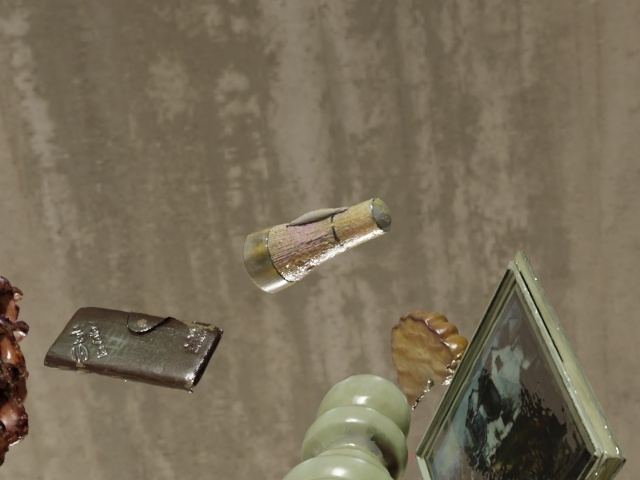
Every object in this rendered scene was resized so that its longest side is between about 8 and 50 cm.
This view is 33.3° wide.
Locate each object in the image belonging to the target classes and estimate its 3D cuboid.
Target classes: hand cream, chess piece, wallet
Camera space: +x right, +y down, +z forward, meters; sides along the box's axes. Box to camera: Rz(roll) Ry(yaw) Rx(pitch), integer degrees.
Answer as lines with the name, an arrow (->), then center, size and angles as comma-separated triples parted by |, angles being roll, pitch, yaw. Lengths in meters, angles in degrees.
hand cream -> 0.000, 0.000, 1.337 | 0.084, 0.203, 0.084 | 34, -134, -43
chess piece -> 0.027, 0.213, 0.999 | 0.243, 0.133, 0.133 | -70, -25, -63
wallet -> -0.259, 0.145, 1.480 | 0.122, 0.232, 0.031 | -65, -27, -44

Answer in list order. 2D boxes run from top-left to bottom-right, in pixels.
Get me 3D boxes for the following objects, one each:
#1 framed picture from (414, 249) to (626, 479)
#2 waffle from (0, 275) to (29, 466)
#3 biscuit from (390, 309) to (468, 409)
framed picture -> 0.156, 0.190, 0.948 | 0.232, 0.019, 0.296 | -107, 28, -46
waffle -> -0.296, 0.050, 0.763 | 0.234, 0.055, 0.221 | 46, -162, -38
biscuit -> 0.150, 0.151, 1.466 | 0.118, 0.061, 0.183 | 66, 156, 17
